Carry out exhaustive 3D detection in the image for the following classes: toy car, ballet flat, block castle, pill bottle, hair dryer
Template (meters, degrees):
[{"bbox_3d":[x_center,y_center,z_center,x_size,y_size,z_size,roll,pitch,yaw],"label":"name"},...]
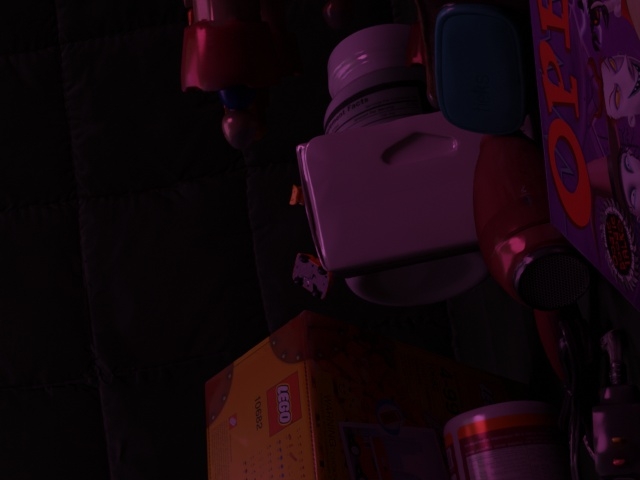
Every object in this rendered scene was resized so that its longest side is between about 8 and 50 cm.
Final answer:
[{"bbox_3d":[0.000,0.000,1.046,0.040,0.060,0.122,-6,-79,-43],"label":"toy car"},{"bbox_3d":[0.113,-0.191,0.595,0.342,0.116,0.124,61,-140,-67],"label":"ballet flat"},{"bbox_3d":[0.027,-0.216,0.970,0.453,0.303,0.213,-80,-13,-79],"label":"block castle"},{"bbox_3d":[0.196,0.277,0.924,0.121,0.121,0.221,72,-170,-65],"label":"pill bottle"},{"bbox_3d":[0.116,-0.110,1.333,0.210,0.210,0.363,73,-171,-61],"label":"pill bottle"},{"bbox_3d":[0.159,0.044,0.698,0.223,0.080,0.293,70,-169,-73],"label":"hair dryer"}]

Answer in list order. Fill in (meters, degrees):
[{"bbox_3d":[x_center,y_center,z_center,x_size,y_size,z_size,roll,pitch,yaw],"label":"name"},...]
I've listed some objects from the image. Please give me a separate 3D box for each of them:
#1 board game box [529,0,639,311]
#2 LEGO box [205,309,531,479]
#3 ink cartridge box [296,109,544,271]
[{"bbox_3d":[0.109,-0.132,0.294,0.208,0.056,0.347,-96,-5,-69],"label":"board game box"},{"bbox_3d":[0.088,0.372,1.003,0.372,0.193,0.500,21,-134,-34],"label":"LEGO box"},{"bbox_3d":[0.097,-0.039,0.919,0.283,0.207,0.117,29,-131,-84],"label":"ink cartridge box"}]
